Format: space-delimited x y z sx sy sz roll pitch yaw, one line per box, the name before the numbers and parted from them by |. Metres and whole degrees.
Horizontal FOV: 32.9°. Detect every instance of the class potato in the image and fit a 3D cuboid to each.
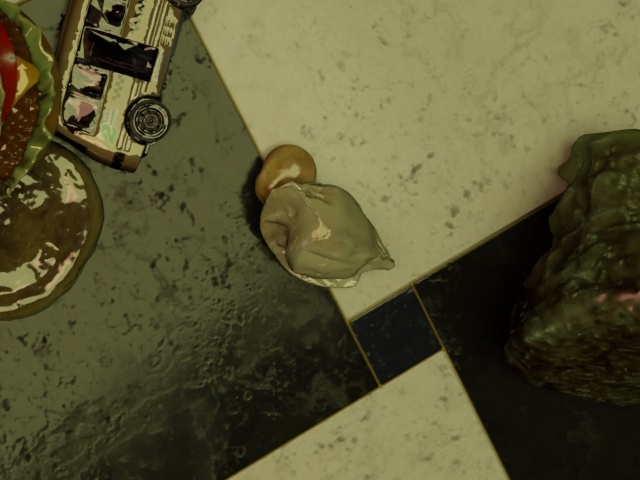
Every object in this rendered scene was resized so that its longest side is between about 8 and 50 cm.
potato | -0.046 -0.081 1.387 0.068 0.062 0.083 37 65 11

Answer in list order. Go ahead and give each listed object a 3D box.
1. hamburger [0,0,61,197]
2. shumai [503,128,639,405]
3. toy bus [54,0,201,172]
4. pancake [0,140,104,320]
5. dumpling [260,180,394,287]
hamburger | -0.428 -0.154 1.137 0.274 0.212 0.274 2 97 17
shumai | 0.414 0.020 1.421 0.395 0.395 0.348 7 69 -16
toy bus | -0.236 -0.233 1.279 0.157 0.139 0.289 15 90 -13
pancake | -0.380 -0.015 1.305 0.242 0.050 0.242 -2 96 -14
dumpling | 0.000 0.000 1.383 0.199 0.118 0.136 35 123 -21
